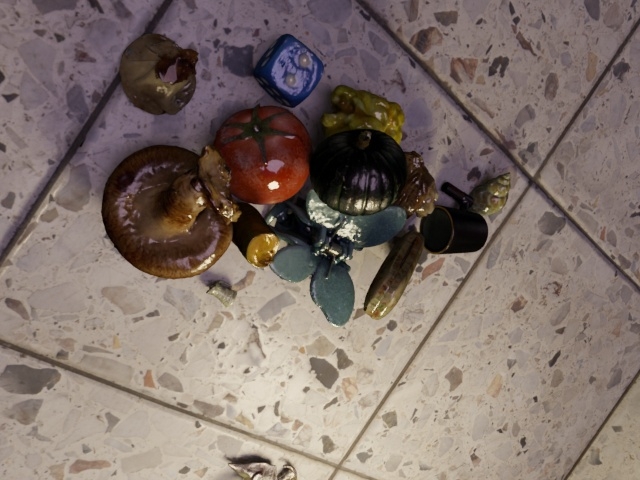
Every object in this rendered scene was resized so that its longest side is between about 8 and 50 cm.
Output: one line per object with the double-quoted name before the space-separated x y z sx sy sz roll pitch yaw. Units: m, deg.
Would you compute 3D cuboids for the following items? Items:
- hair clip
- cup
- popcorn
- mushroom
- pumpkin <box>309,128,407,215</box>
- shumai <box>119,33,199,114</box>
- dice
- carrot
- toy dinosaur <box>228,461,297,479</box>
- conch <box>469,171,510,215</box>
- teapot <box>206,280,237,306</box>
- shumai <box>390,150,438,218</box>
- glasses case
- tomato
"hair clip" 0.000 0.000 1.481 0.318 0.238 0.392 26 95 -28
"cup" 0.468 -0.066 1.712 0.177 0.166 0.239 3 107 -29
"popcorn" 0.114 -0.297 1.444 0.242 0.235 0.250 10 82 -1
"mushroom" -0.361 -0.056 1.232 0.334 0.356 0.331 -21 115 -9
"pumpkin" 0.098 -0.184 1.255 0.250 0.250 0.216 -10 138 -21
"shumai" -0.389 -0.407 1.244 0.201 0.120 0.201 -9 110 -25
"dice" -0.084 -0.453 1.348 0.143 0.146 0.146 38 90 -27
"carrot" -0.189 -0.023 1.352 0.114 0.302 0.114 -9 114 -21
"toy dinosaur" -0.212 0.844 1.759 0.294 0.077 0.162 24 92 -43
"conch" 0.604 -0.152 1.781 0.173 0.106 0.116 -34 99 5
"teapot" -0.296 0.154 1.508 0.083 0.057 0.067 35 53 -26
"shumai" 0.280 -0.176 1.617 0.185 0.184 0.218 -17 104 -56
"glasses case" 0.233 0.095 1.552 0.098 0.425 0.156 33 121 6
"tomato" -0.151 -0.216 1.333 0.265 0.265 0.264 -7 109 -22
